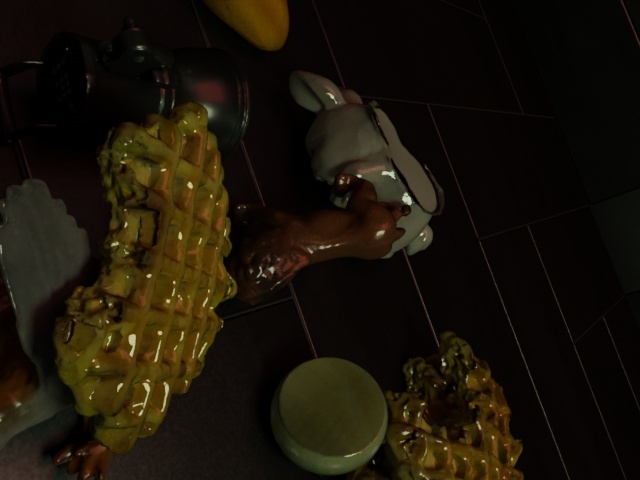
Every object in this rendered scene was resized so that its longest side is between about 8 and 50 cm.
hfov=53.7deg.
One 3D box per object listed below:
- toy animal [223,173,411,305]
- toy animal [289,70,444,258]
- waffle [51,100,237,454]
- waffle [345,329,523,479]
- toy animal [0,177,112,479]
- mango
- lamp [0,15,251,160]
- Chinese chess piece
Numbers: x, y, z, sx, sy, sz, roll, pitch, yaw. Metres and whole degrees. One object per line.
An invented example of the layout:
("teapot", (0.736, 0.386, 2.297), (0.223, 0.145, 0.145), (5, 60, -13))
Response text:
("toy animal", (0.000, 0.000, 0.819), (0.157, 0.313, 0.097), (-118, -163, -51))
("toy animal", (0.071, -0.130, 1.014), (0.208, 0.154, 0.325), (1, 66, -58))
("waffle", (-0.133, 0.030, 0.527), (0.291, 0.051, 0.291), (10, 90, -79))
("waffle", (0.173, 0.299, 0.916), (0.324, 0.151, 0.261), (-25, 88, -52))
("toy animal", (-0.212, 0.057, 0.588), (0.284, 0.225, 0.301), (-15, 106, -54))
("mango", (-0.120, -0.383, 0.955), (0.219, 0.113, 0.144), (54, 36, -36))
("lamp", (-0.200, -0.161, 0.679), (0.227, 0.172, 0.147), (-3, 75, -53))
("Chinese chess piece", (0.010, 0.213, 0.774), (0.144, 0.058, 0.144), (6, 48, -7))
